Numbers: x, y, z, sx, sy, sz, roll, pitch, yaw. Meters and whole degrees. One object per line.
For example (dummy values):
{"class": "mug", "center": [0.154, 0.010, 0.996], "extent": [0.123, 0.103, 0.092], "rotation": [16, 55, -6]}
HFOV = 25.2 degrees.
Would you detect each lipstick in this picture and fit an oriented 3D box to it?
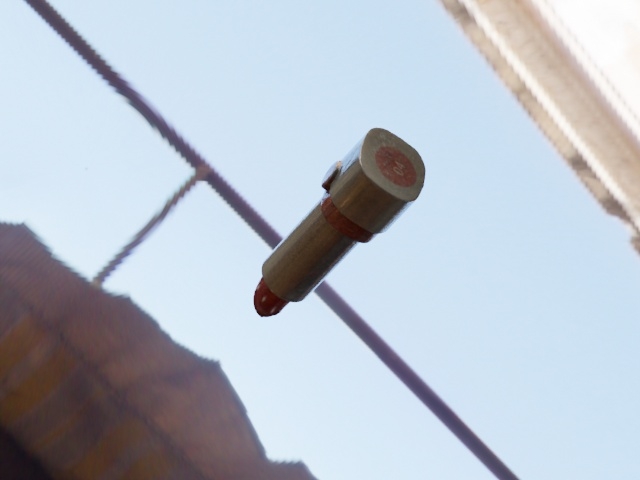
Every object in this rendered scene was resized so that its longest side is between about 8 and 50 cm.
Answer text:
{"class": "lipstick", "center": [-0.001, -0.001, 1.039], "extent": [0.057, 0.063, 0.186], "rotation": [33, -51, -13]}
